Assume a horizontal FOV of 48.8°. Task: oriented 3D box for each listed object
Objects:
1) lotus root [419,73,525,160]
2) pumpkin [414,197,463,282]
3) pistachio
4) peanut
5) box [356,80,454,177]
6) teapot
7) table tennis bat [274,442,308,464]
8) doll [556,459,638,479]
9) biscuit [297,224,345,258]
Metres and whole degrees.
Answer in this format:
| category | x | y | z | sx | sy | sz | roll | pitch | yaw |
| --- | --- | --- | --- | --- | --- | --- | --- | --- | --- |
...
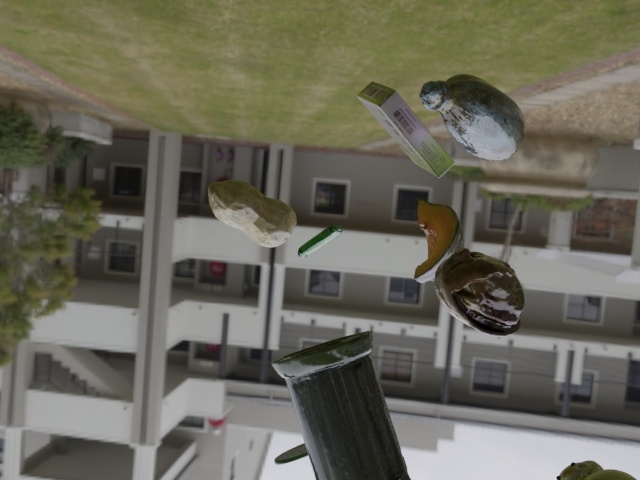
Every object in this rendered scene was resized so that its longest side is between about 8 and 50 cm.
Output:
| category | x | y | z | sx | sy | sz | roll | pitch | yaw |
| --- | --- | --- | --- | --- | --- | --- | --- | --- | --- |
| lotus root | 0.336 | -0.279 | 1.519 | 0.140 | 0.158 | 0.322 | -32 | 146 | 28 |
| pumpkin | 0.326 | -0.003 | 1.793 | 0.149 | 0.254 | 0.130 | -26 | 132 | 38 |
| pistachio | 0.285 | 0.088 | 1.222 | 0.130 | 0.165 | 0.210 | -26 | 137 | 37 |
| peanut | -0.150 | -0.059 | 1.601 | 0.123 | 0.123 | 0.256 | 9 | 167 | 41 |
| box | 0.219 | -0.288 | 1.818 | 0.260 | 0.062 | 0.175 | 46 | -178 | -25 |
| teapot | 0.053 | 0.356 | 1.339 | 0.200 | 0.337 | 0.270 | -17 | 175 | 1 |
| table tennis bat | -0.006 | 0.556 | 1.925 | 0.257 | 0.039 | 0.160 | -17 | 173 | -14 |
| doll | 0.459 | 0.436 | 1.193 | 0.117 | 0.141 | 0.296 | 41 | 178 | -3 |
| biscuit | 0.000 | 0.000 | 1.154 | 0.089 | 0.016 | 0.046 | -34 | 166 | 13 |
